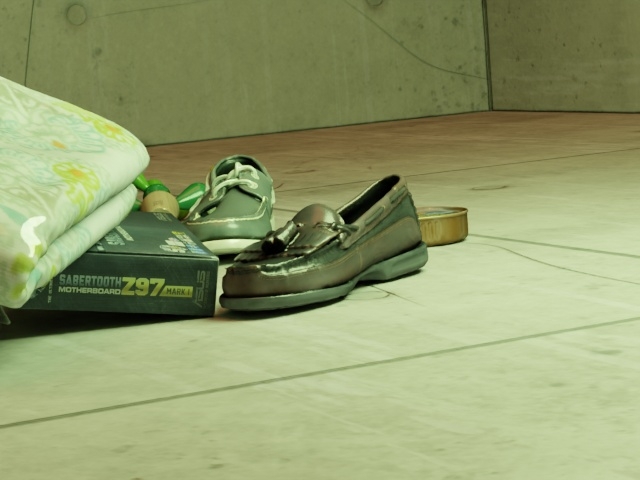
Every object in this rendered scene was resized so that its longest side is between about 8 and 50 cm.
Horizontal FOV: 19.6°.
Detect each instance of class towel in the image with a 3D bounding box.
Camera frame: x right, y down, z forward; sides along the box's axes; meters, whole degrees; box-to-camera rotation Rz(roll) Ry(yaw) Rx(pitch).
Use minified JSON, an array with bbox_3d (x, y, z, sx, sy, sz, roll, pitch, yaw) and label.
[{"bbox_3d":[-0.333,-0.075,1.558,0.320,0.090,0.374,20,17,5],"label":"towel"}]

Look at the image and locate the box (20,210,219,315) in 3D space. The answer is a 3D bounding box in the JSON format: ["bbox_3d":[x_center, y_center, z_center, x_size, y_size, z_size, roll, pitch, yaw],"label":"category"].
[{"bbox_3d":[-0.206,0.015,1.709,0.183,0.059,0.232,2,10,-15],"label":"box"}]

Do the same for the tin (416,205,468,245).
[{"bbox_3d":[0.071,-0.011,2.035,0.189,0.040,0.106,-6,3,-12],"label":"tin"}]

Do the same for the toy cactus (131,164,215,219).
[{"bbox_3d":[-0.206,-0.059,2.412,0.219,0.112,0.180,3,16,-8],"label":"toy cactus"}]

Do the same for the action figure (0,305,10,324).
[{"bbox_3d":[-0.363,0.064,1.456,0.185,0.099,0.285,-8,-1,36],"label":"action figure"}]

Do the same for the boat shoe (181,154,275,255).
[{"bbox_3d":[-0.107,-0.041,2.120,0.116,0.099,0.319,-4,7,4],"label":"boat shoe"}]

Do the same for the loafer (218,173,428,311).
[{"bbox_3d":[0.000,0.000,1.727,0.109,0.095,0.302,0,8,32],"label":"loafer"}]
